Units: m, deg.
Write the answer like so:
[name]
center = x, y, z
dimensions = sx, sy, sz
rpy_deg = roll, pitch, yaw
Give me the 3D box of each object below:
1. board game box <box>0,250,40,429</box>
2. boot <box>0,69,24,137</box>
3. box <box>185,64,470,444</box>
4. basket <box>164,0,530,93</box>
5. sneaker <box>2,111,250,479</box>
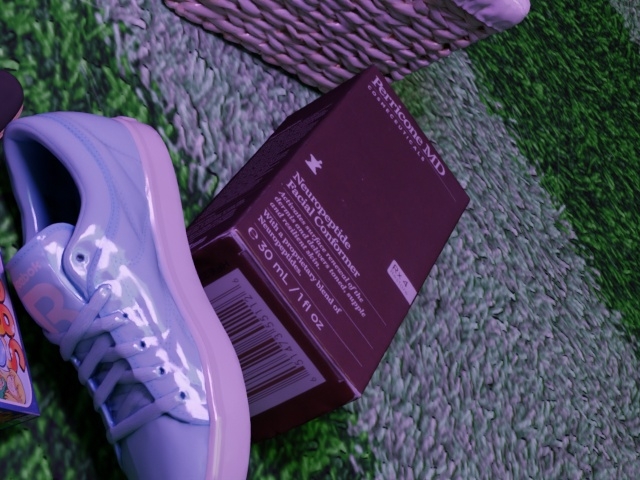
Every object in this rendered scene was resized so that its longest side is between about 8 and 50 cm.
[board game box]
center = -0.263, 0.029, 0.885
dimensions = 0.136, 0.035, 0.201
rpy_deg = 49, 23, -73
[boot]
center = -0.266, -0.115, 0.943
dimensions = 0.077, 0.137, 0.198
rpy_deg = 60, 33, -3
[box]
center = 0.000, 0.000, 1.216
dimensions = 0.191, 0.143, 0.381
rpy_deg = 53, 33, -13
[basket]
center = 0.017, -0.372, 1.387
dimensions = 0.328, 0.266, 0.331
rpy_deg = 24, 48, -42
[sneaker]
center = -0.173, 0.060, 0.965
dimensions = 0.150, 0.135, 0.366
rpy_deg = 6, 52, -44
